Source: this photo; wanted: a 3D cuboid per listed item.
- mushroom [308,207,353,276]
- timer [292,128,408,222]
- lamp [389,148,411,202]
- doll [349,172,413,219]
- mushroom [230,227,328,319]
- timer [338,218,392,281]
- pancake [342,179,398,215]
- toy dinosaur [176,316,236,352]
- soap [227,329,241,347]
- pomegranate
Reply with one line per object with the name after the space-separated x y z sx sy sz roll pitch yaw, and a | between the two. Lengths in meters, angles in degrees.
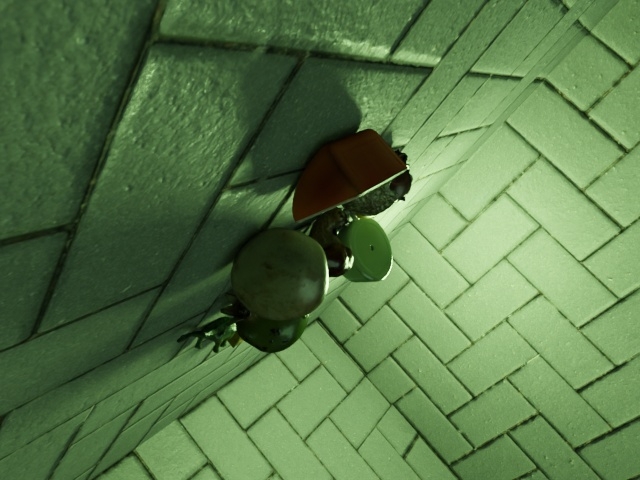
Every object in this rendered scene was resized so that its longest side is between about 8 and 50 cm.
-0.003 0.036 1.749 0.267 0.268 0.254 121 -14 -53 | mushroom
0.059 -0.159 1.323 0.257 0.161 0.250 -32 173 -43 | timer
0.232 -0.218 1.737 0.215 0.151 0.223 -41 128 -18 | lamp
0.232 -0.168 1.958 0.238 0.111 0.252 -19 160 -24 | doll
-0.118 0.080 1.456 0.297 0.298 0.290 -48 -156 25 | mushroom
0.114 0.073 2.171 0.315 0.290 0.291 -22 -175 42 | timer
0.160 -0.170 1.612 0.212 0.029 0.235 -8 134 -5 | pancake
-0.365 0.307 1.795 0.447 0.087 0.300 -35 159 -41 | toy dinosaur
-0.309 0.351 2.097 0.257 0.080 0.160 -43 168 1 | soap
-0.181 0.255 1.739 0.291 0.291 0.323 -42 159 -2 | pomegranate
